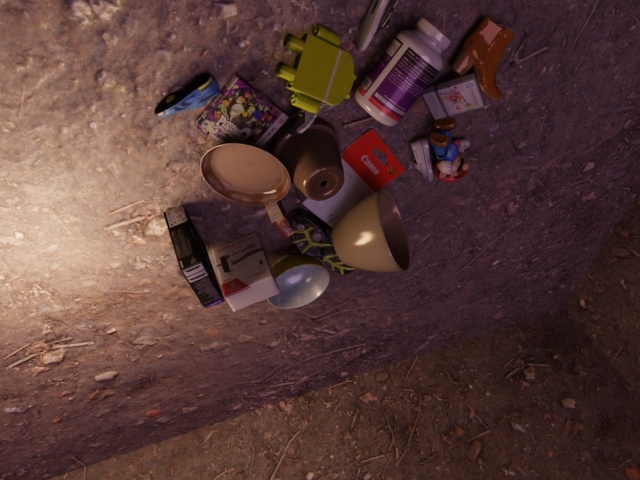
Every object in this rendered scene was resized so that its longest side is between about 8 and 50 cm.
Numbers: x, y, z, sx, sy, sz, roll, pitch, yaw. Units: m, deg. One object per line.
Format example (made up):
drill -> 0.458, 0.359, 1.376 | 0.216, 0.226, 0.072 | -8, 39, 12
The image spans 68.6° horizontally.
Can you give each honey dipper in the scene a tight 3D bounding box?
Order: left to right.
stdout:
honey dipper -> 0.155, -0.437, 1.710 | 0.160, 0.030, 0.030 | -18, 139, -7

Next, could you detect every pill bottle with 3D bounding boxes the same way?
pill bottle -> 0.271, -0.548, 1.537 | 0.181, 0.181, 0.323 | 18, 123, -40

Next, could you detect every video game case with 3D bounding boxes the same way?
video game case -> -0.253, -0.393, 1.529 | 0.210, 0.042, 0.232 | -43, 137, 18

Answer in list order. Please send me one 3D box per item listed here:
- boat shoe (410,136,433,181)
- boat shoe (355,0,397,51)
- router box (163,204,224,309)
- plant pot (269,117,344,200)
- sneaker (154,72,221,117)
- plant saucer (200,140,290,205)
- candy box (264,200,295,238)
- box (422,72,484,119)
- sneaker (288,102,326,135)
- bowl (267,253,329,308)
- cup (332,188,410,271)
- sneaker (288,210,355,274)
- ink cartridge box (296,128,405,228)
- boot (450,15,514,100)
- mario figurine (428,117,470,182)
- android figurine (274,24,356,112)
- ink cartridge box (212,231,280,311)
boat shoe -> 0.417, -0.331, 1.937 | 0.075, 0.083, 0.226 | -8, 136, 14
boat shoe -> 0.181, -0.677, 1.433 | 0.070, 0.078, 0.219 | 8, 127, -32
router box -> -0.456, 0.058, 1.692 | 0.081, 0.309, 0.243 | -24, 139, -8
plant pot -> -0.024, -0.262, 1.647 | 0.263, 0.229, 0.263 | -16, 139, -14
sneaker -> -0.396, -0.415, 1.412 | 0.209, 0.069, 0.082 | -30, 143, 4
plant saucer -> -0.252, -0.234, 1.611 | 0.310, 0.050, 0.310 | 7, 147, 4
candy box -> -0.164, -0.108, 1.765 | 0.053, 0.187, 0.109 | -30, 140, 5
box -> 0.487, -0.523, 1.720 | 0.186, 0.038, 0.145 | -10, 148, 29
sneaker -> -0.054, -0.461, 1.526 | 0.229, 0.086, 0.132 | -51, 129, -4
bowl -> -0.120, 0.153, 2.086 | 0.289, 0.156, 0.289 | -15, 139, -14
cup -> 0.188, -0.011, 1.866 | 0.237, 0.331, 0.331 | -17, 144, 24
sneaker -> 0.000, 0.000, 2.017 | 0.145, 0.147, 0.384 | -39, 120, 18
ink cartridge box -> 0.141, -0.218, 1.887 | 0.385, 0.091, 0.308 | -37, 139, 14
boot -> 0.621, -0.645, 1.680 | 0.295, 0.104, 0.211 | 19, 123, -35
mario figurine -> 0.541, -0.345, 1.889 | 0.198, 0.170, 0.320 | -35, 146, 3
android figurine -> -0.003, -0.522, 1.448 | 0.273, 0.056, 0.248 | 10, 101, -34
ink cartridge box -> -0.300, 0.119, 1.869 | 0.197, 0.273, 0.114 | -23, 136, -5
